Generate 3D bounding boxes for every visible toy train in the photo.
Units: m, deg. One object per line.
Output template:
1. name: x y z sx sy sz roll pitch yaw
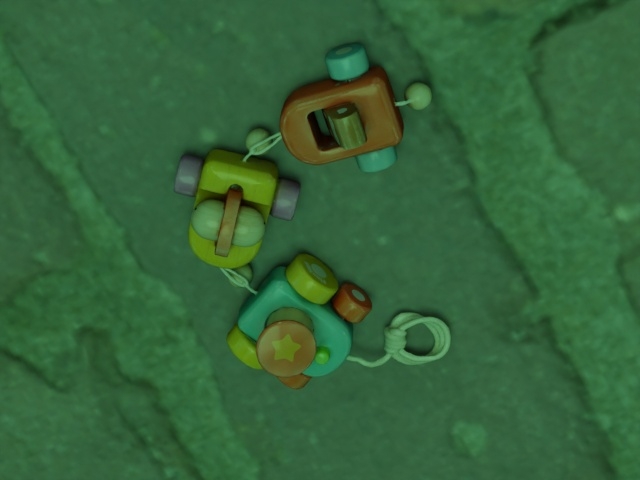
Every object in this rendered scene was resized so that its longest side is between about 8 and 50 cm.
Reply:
1. toy train: 0.000 0.000 0.888 0.125 0.046 0.166 -10 115 9
